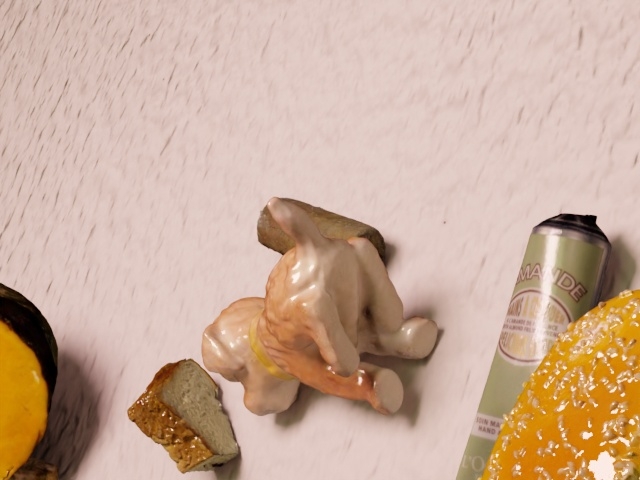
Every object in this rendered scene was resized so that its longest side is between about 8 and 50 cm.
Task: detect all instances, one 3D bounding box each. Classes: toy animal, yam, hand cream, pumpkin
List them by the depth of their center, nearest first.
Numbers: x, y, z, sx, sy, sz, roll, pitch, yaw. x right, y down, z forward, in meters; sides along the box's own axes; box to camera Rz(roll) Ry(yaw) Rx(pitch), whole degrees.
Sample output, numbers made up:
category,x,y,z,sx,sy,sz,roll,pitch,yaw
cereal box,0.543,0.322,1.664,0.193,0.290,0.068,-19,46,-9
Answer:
category,x,y,z,sx,sy,sz,roll,pitch,yaw
hand cream,0.145,0.090,0.915,0.086,0.055,0.235,8,78,51
toy animal,-0.035,0.047,1.033,0.185,0.184,0.104,-6,35,52
yam,0.000,0.000,1.121,0.132,0.054,0.054,22,81,51
pumpkin,-0.355,0.171,1.280,0.325,0.242,0.232,-55,10,9

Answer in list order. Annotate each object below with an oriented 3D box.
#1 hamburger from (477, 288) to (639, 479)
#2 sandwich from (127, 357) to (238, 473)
category,x,y,z,sx,sy,sz,roll,pitch,yaw
hamburger,0.179,0.127,0.799,0.173,0.116,0.210,12,72,51
sandwich,-0.106,0.144,1.119,0.035,0.093,0.105,-41,9,20
